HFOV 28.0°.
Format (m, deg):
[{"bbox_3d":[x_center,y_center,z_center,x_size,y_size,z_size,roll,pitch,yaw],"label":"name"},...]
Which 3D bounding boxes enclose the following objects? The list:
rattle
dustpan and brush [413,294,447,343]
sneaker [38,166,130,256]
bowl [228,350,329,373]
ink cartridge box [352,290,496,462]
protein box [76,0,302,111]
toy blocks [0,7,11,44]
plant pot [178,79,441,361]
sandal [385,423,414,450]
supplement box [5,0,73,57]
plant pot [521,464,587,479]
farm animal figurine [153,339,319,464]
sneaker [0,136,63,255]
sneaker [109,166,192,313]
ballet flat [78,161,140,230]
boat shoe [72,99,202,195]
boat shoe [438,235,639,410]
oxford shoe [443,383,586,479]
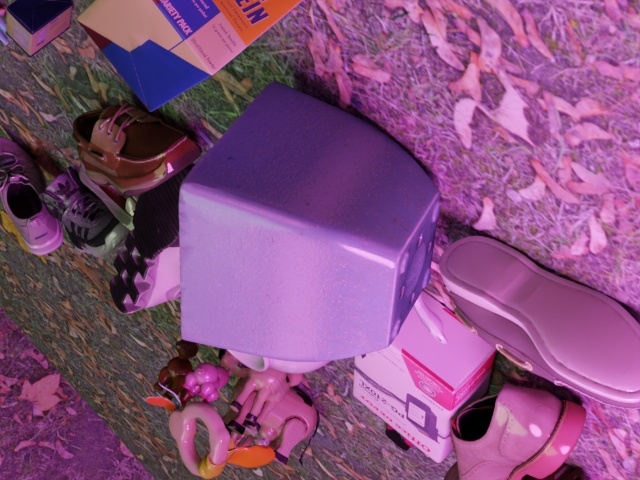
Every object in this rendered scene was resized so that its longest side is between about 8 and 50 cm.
[{"bbox_3d":[-0.190,0.312,2.206,0.199,0.142,0.130,35,135,45],"label":"rattle"},{"bbox_3d":[0.108,0.040,1.667,0.211,0.060,0.147,48,156,-2],"label":"dustpan and brush"},{"bbox_3d":[-0.436,-0.055,2.369,0.153,0.101,0.268,52,159,-18],"label":"sneaker"},{"bbox_3d":[-0.091,0.111,2.025,0.298,0.134,0.298,37,156,20],"label":"bowl"},{"bbox_3d":[0.140,0.185,1.793,0.172,0.100,0.237,37,155,21],"label":"ink cartridge box"},{"bbox_3d":[-0.124,-0.267,1.390,0.136,0.201,0.200,52,156,-12],"label":"protein box"},{"bbox_3d":[-0.573,-0.379,2.150,0.148,0.054,0.123,48,156,-5],"label":"toy blocks"},{"bbox_3d":[0.000,0.000,1.528,0.252,0.248,0.247,19,132,16],"label":"plant pot"},{"bbox_3d":[0.133,0.312,2.080,0.067,0.040,0.179,41,156,13],"label":"sandal"},{"bbox_3d":[-0.424,-0.335,1.933,0.056,0.083,0.083,45,156,3],"label":"supplement box"},{"bbox_3d":[0.337,0.410,1.769,0.167,0.167,0.165,1,122,59],"label":"plant pot"},{"bbox_3d":[-0.114,0.264,2.283,0.330,0.172,0.327,7,149,51],"label":"farm animal figurine"},{"bbox_3d":[-0.578,-0.109,2.474,0.281,0.105,0.115,53,165,27],"label":"sneaker"},{"bbox_3d":[-0.231,-0.009,2.118,0.330,0.146,0.122,-54,53,44],"label":"sneaker"},{"bbox_3d":[-0.337,-0.077,2.217,0.213,0.072,0.068,40,147,14],"label":"ballet flat"},{"bbox_3d":[-0.303,-0.149,1.984,0.324,0.122,0.120,6,131,55],"label":"boat shoe"},{"bbox_3d":[0.261,0.102,1.461,0.305,0.109,0.091,36,156,37],"label":"boat shoe"},{"bbox_3d":[0.228,0.271,1.734,0.130,0.123,0.348,30,146,-3],"label":"oxford shoe"}]
